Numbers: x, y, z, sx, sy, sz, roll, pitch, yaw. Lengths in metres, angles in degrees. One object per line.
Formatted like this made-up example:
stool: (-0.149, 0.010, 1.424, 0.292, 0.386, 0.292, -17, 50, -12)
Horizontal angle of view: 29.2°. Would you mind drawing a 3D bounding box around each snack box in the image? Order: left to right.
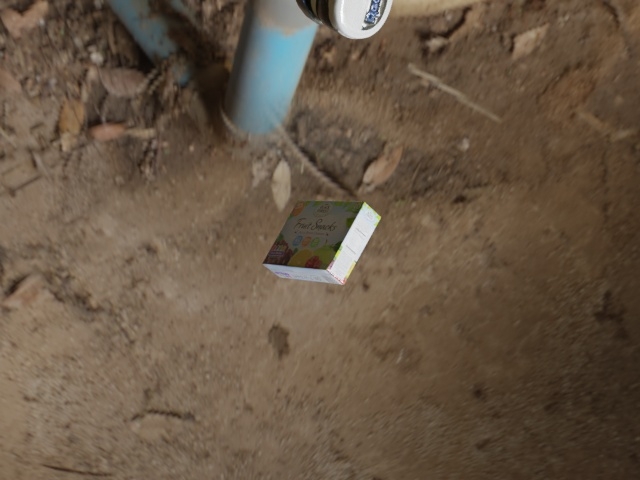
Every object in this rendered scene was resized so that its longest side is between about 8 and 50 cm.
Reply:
snack box: (0.000, 0.000, 1.523, 0.037, 0.141, 0.100, 41, 69, -30)

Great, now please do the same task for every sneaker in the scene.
sneaker: (0.029, -0.295, 1.086, 0.079, 0.121, 0.217, 13, 102, -39)
